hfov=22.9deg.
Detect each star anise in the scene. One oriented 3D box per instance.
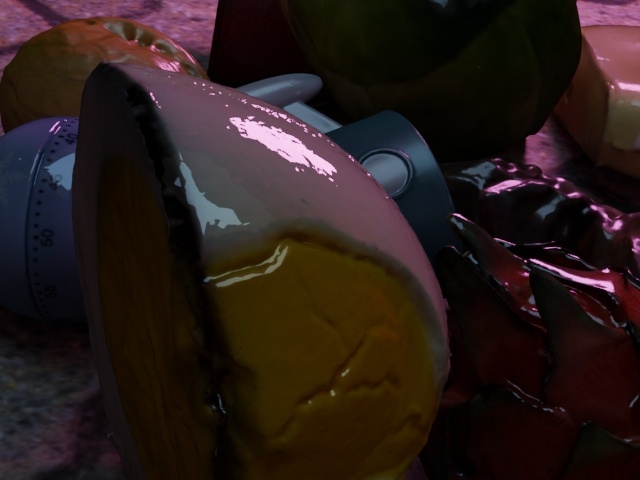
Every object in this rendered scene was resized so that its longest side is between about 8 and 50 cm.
[{"bbox_3d":[0.217,0.014,1.257,0.315,0.108,0.315,26,0,0],"label":"star anise"}]

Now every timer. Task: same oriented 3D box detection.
[{"bbox_3d":[-0.234,-0.012,1.219,0.255,0.175,0.175,-4,23,33],"label":"timer"}]

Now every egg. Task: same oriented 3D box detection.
[{"bbox_3d":[-0.033,0.046,1.001,0.201,0.337,0.337,-8,38,-22],"label":"egg"}]

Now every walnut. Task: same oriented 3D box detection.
[{"bbox_3d":[-0.175,-0.109,1.348,0.206,0.159,0.159,18,33,19],"label":"walnut"}]

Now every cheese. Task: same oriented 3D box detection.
[{"bbox_3d":[0.398,-0.133,1.587,0.315,0.128,0.259,8,32,-10],"label":"cheese"}]

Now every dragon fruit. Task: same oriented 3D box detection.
[{"bbox_3d":[0.156,0.098,1.080,0.193,0.192,0.274,-28,93,-38],"label":"dragon fruit"}]

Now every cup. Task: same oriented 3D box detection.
[{"bbox_3d":[0.000,0.000,1.241,0.173,0.167,0.300,-21,67,-16],"label":"cup"}]

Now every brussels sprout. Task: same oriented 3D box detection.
[{"bbox_3d":[0.084,-0.190,1.354,0.271,0.210,0.219,35,70,16],"label":"brussels sprout"}]

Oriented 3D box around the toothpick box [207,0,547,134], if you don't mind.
[{"bbox_3d":[0.066,-0.228,1.553,0.333,0.204,0.204,10,33,-5],"label":"toothpick box"}]
